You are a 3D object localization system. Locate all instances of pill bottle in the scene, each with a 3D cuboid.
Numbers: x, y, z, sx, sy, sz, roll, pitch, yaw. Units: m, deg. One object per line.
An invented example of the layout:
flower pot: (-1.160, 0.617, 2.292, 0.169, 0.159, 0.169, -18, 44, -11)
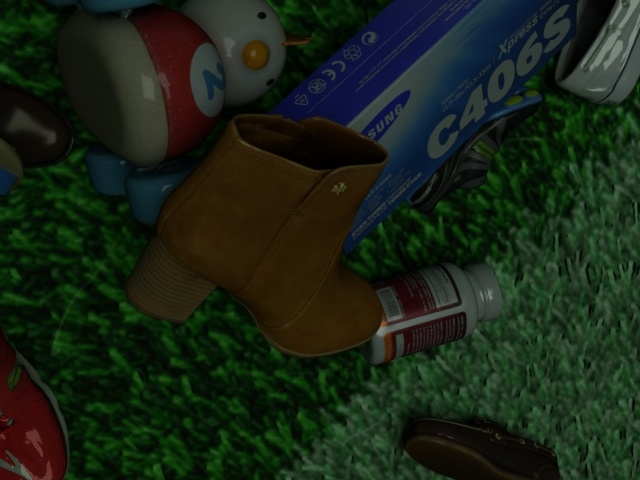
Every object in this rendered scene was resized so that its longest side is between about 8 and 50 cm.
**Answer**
pill bottle: (0.111, 0.073, 1.003, 0.152, 0.086, 0.086, -14, 103, -14)

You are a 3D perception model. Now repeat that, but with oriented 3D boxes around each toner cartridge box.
toner cartridge box: (0.106, -0.159, 0.908, 0.348, 0.075, 0.165, -44, 148, -11)

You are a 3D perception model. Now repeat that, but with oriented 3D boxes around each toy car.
toy car: (-0.101, -0.165, 0.852, 0.238, 0.210, 0.219, -21, 116, -25)

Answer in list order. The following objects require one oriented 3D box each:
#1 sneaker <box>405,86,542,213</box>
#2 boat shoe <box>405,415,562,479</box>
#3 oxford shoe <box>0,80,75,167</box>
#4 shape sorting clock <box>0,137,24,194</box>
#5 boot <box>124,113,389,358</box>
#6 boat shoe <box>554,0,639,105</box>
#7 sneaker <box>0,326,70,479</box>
sneaker: (0.158, -0.101, 1.008, 0.188, 0.067, 0.078, -40, 129, -8)
boat shoe: (0.186, 0.240, 1.069, 0.207, 0.073, 0.073, 28, 53, -22)
oxford shoe: (-0.331, -0.114, 0.836, 0.227, 0.096, 0.083, 15, 93, -20)
shape sorting clock: (-0.352, -0.082, 0.786, 0.206, 0.206, 0.040, 17, 72, -18)
boot: (-0.001, -0.001, 0.802, 0.295, 0.104, 0.211, 11, 134, -41)
boat shoe: (0.319, -0.276, 1.002, 0.084, 0.095, 0.258, 13, 94, -22)
sneaker: (-0.321, 0.132, 0.868, 0.107, 0.118, 0.279, -26, 106, -10)
